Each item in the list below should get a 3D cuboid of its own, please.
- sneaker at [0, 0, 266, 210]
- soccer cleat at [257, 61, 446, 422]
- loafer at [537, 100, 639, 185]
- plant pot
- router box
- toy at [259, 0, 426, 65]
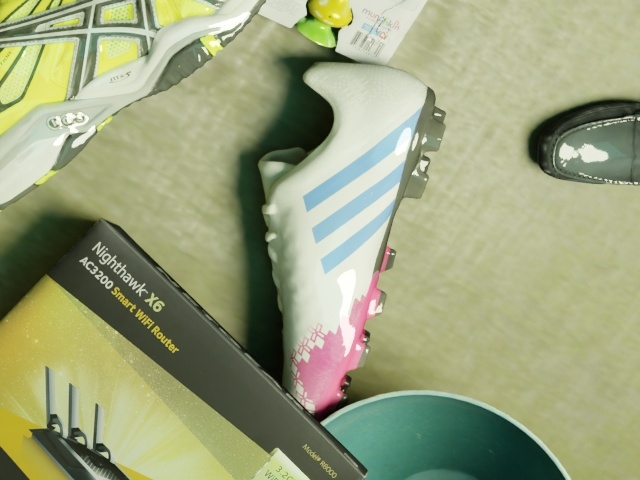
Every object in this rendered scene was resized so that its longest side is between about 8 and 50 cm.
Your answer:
[{"bbox_3d":[-0.178,-0.181,1.292,0.384,0.145,0.147,-40,114,-5],"label":"sneaker"},{"bbox_3d":[0.000,0.000,1.436,0.143,0.116,0.331,18,103,1],"label":"soccer cleat"},{"bbox_3d":[0.310,-0.089,1.514,0.223,0.078,0.076,-6,107,-17],"label":"loafer"},{"bbox_3d":[0.100,0.278,1.470,0.290,0.195,0.290,-1,86,10],"label":"plant pot"},{"bbox_3d":[-0.152,0.174,1.364,0.309,0.081,0.243,43,89,6],"label":"router box"},{"bbox_3d":[0.049,-0.270,1.362,0.137,0.056,0.237,24,115,-16],"label":"toy"}]
